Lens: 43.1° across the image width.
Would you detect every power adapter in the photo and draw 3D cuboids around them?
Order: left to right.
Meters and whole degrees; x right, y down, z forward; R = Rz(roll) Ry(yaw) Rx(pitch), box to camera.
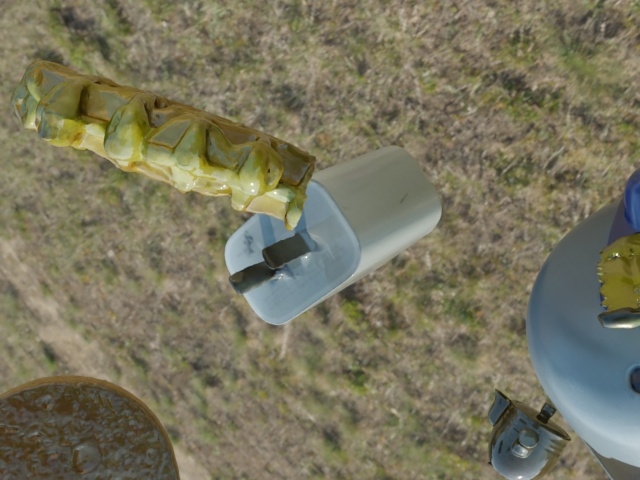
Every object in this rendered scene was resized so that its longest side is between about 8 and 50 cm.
[{"bbox_3d":[0.000,0.000,0.926,0.187,0.255,0.124,-39,83,38],"label":"power adapter"}]

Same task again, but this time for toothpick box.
[{"bbox_3d":[0.319,0.095,0.687,0.263,0.263,0.355,3,147,43],"label":"toothpick box"}]

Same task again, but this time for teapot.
[{"bbox_3d":[0.184,0.184,0.759,0.085,0.110,0.080,33,97,20],"label":"teapot"}]

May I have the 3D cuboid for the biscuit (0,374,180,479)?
[{"bbox_3d":[-0.228,0.209,0.793,0.220,0.142,0.029,28,169,-10],"label":"biscuit"}]

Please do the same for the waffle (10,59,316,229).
[{"bbox_3d":[-0.115,-0.074,0.569,0.219,0.229,0.057,19,95,-6],"label":"waffle"}]

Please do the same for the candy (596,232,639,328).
[{"bbox_3d":[0.301,-0.012,0.432,0.297,0.187,0.081,-11,98,21],"label":"candy"}]
